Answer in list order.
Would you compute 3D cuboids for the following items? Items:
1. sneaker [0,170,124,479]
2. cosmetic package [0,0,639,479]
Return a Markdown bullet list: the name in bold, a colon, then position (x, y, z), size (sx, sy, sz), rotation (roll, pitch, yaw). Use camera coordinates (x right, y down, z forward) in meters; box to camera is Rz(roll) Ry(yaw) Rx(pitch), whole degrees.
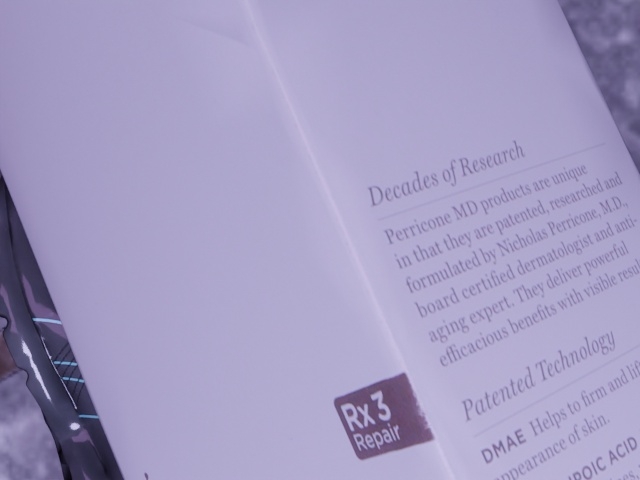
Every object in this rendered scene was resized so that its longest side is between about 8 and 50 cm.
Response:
- **sneaker**: position (-0.090, 0.079, 0.545), size (0.106, 0.101, 0.267), rotation (-20, 88, -8)
- **cosmetic package**: position (0.000, 0.000, 0.435), size (0.217, 0.156, 0.385), rotation (-34, 80, 50)
